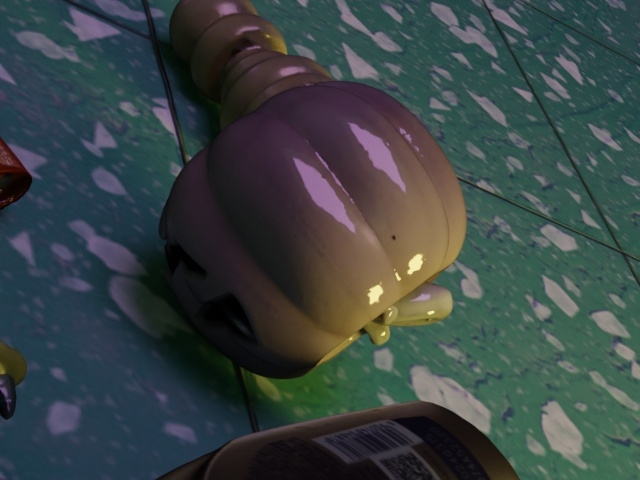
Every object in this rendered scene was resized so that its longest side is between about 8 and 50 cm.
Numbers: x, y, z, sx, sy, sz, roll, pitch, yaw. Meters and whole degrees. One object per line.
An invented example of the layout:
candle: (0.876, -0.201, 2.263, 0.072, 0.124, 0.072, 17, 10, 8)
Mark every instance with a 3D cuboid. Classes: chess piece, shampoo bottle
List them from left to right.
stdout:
chess piece: (-0.054, -0.125, 1.171, 0.094, 0.094, 0.170, 9, 35, -45)
shampoo bottle: (-0.024, 0.151, 0.766, 0.125, 0.084, 0.350, 47, 27, 22)

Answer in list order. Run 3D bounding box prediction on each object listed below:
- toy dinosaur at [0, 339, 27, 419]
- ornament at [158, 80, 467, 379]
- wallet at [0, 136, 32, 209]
toy dinosaur: (-0.251, 0.040, 0.659, 0.259, 0.094, 0.153, -13, 52, -48)
ornament: (0.000, 0.000, 0.943, 0.177, 0.177, 0.177, 30, 27, -17)
wallet: (-0.265, -0.095, 0.894, 0.204, 0.045, 0.142, 50, 28, 20)
